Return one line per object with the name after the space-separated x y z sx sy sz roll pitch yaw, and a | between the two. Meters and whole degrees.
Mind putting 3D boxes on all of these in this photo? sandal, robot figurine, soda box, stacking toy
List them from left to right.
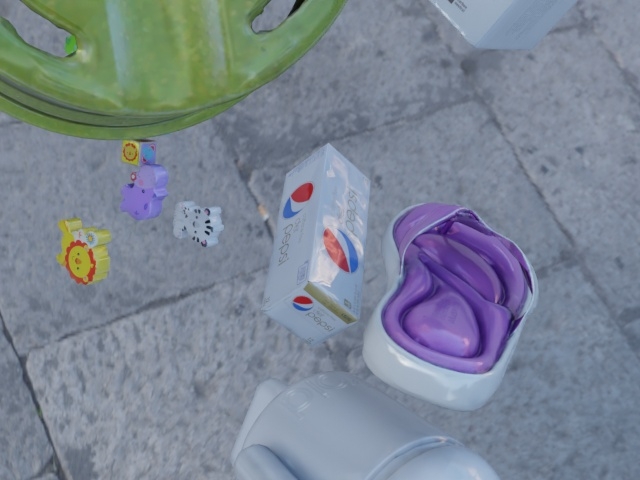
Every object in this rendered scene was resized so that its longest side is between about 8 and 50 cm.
-0.150 -0.082 0.779 0.052 0.221 0.167 15 17 29 | stacking toy
0.000 0.000 0.914 0.074 0.069 0.216 39 36 -26 | soda box
0.050 0.264 0.898 0.300 0.353 0.199 14 99 -42 | robot figurine
0.145 0.028 0.867 0.169 0.102 0.416 20 24 1 | sandal

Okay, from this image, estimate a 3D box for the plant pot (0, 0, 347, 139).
-0.094 -0.164 0.415 0.276 0.254 0.276 -4 106 -14 | plant pot

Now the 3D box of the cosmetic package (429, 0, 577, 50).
0.197 -0.308 0.936 0.151 0.151 0.184 50 30 15 | cosmetic package
